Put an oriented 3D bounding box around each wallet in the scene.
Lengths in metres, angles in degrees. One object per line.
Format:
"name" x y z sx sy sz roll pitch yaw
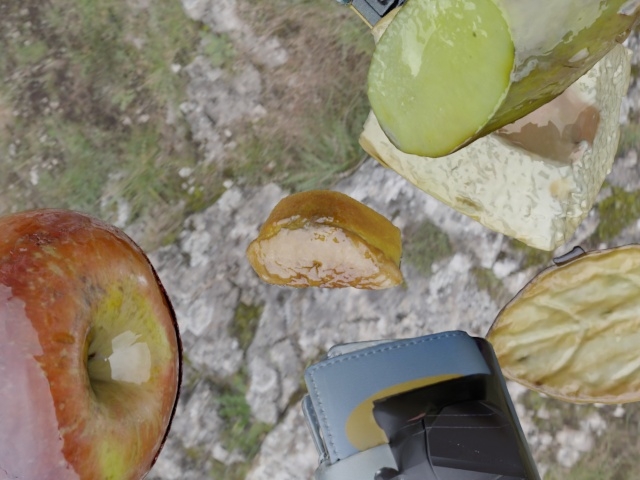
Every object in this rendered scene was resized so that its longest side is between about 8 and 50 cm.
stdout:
"wallet" 0.083 0.173 0.787 0.170 0.231 0.069 -8 141 -11

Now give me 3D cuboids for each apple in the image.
"apple" -0.240 0.111 0.925 0.206 0.251 0.272 -9 91 32

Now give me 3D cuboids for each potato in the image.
"potato" 0.148 -0.168 0.802 0.141 0.176 0.298 52 125 17

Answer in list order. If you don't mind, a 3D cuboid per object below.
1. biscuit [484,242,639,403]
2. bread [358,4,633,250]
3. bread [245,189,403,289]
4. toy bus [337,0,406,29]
"biscuit" 0.320 0.102 1.287 0.259 0.203 0.041 -15 150 14
"bread" 0.180 -0.125 1.041 0.224 0.211 0.184 23 115 27
"bread" 0.004 -0.004 1.735 0.260 0.129 0.134 4 149 10
"toy bus" 0.111 -0.328 1.490 0.121 0.123 0.335 -49 62 20
